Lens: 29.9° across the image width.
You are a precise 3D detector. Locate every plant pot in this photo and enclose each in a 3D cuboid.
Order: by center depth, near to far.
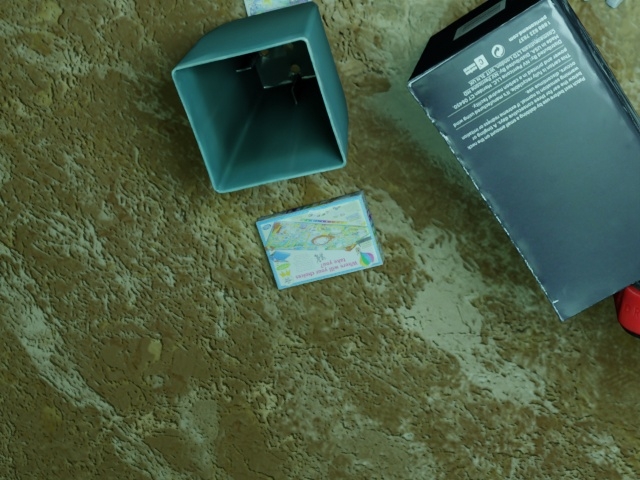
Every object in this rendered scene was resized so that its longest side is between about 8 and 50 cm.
[{"bbox_3d":[-0.055,-0.199,1.475,0.165,0.234,0.165,-11,118,15],"label":"plant pot"}]

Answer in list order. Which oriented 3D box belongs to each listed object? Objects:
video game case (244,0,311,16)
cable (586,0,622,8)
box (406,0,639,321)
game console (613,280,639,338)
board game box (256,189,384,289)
[{"bbox_3d":[-0.059,-0.327,1.558,0.087,0.011,0.122,-11,107,13],"label":"video game case"},{"bbox_3d":[0.346,-0.432,1.407,0.257,0.089,0.257,45,110,-7],"label":"cable"},{"bbox_3d":[0.270,-0.129,1.390,0.179,0.343,0.312,-31,101,17],"label":"box"},{"bbox_3d":[0.510,0.046,1.381,0.342,0.386,0.060,5,106,9],"label":"game console"},{"bbox_3d":[0.000,0.000,1.651,0.154,0.026,0.103,-14,105,14],"label":"board game box"}]
